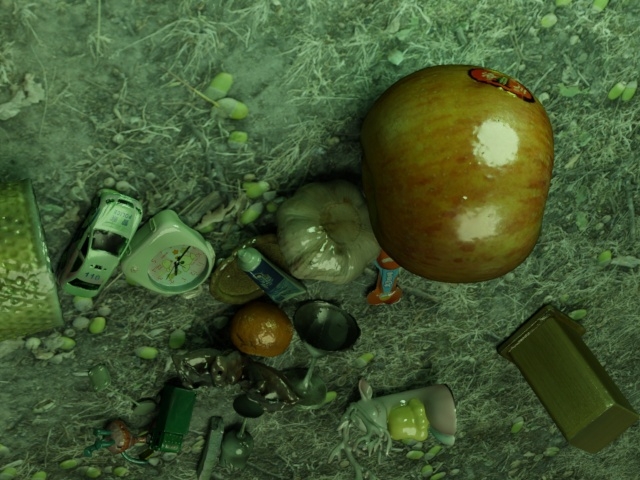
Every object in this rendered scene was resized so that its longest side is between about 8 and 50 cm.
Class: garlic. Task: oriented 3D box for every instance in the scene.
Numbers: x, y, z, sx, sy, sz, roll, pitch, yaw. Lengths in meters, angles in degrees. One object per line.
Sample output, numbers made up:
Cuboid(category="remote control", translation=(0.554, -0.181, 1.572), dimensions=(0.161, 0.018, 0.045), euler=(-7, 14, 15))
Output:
Cuboid(category="garlic", translation=(0.000, 0.000, 1.714), dimensions=(0.218, 0.219, 0.212), euler=(-2, 163, -20))

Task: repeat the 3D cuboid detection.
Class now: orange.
Cuboid(category="orange", translation=(-0.124, 0.186, 1.836), dimensions=(0.135, 0.135, 0.118), euler=(6, 92, -26))

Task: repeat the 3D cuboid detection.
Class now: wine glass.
Cuboid(category="wine glass", translation=(-0.014, 0.262, 1.936), dimensions=(0.156, 0.156, 0.232), euler=(0, 133, -21))
Cuboid(category="wine glass", translation=(-0.190, 0.459, 2.067), dimensions=(0.079, 0.079, 0.195), euler=(1, 126, -22))

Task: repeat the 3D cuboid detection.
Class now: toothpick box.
Cuboid(category="toothpick box", translation=(0.610, 0.344, 2.136), dimensions=(0.187, 0.308, 0.190), euler=(-45, 132, 17))

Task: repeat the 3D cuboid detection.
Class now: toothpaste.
Cuboid(category="toothpaste", translation=(-0.105, 0.071, 1.750), dimensions=(0.069, 0.047, 0.268), euler=(-53, 152, -6))

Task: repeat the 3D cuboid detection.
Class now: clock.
Cuboid(category="clock", translation=(-0.280, 0.038, 1.692), dimensions=(0.151, 0.062, 0.191), euler=(-41, 131, 13))

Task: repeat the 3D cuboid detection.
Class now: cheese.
Cuboid(category="cheese", translation=(0.153, 0.048, 1.888), dimensions=(0.106, 0.037, 0.256), euler=(-6, 129, -15))

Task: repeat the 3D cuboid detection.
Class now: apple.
Cuboid(category="apple", translation=(0.229, -0.121, 1.556), dimensions=(0.333, 0.400, 0.400), euler=(9, 128, 3))

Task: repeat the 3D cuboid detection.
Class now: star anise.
Cuboid(category="star anise", translation=(-0.185, 0.288, 1.848), dimensions=(0.257, 0.198, 0.111), euler=(24, 82, -37))

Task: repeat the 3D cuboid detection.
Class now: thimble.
Cuboid(category="thimble", translation=(-0.529, 0.032, 1.456), dimensions=(0.150, 0.271, 0.271), euler=(-13, 132, -17))

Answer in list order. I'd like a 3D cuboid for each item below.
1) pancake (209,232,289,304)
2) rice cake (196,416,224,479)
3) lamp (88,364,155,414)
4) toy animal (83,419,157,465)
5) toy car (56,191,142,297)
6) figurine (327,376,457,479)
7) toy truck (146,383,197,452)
Cuboid(category="pancake", translation=(-0.135, 0.058, 1.763), dimensions=(0.199, 0.021, 0.199), euler=(-26, 145, -20))
Cuboid(category="rice cake", translation=(-0.268, 0.509, 2.102), dimensions=(0.034, 0.043, 0.211), euler=(7, 125, -17))
Cuboid(category="lamp", translation=(-0.429, 0.331, 1.905), dimensions=(0.050, 0.056, 0.198), euler=(-33, 143, 6))
Cuboid(category="toy animal", translation=(-0.423, 0.456, 1.958), dimensions=(0.208, 0.100, 0.103), euler=(6, 87, -41))
Cuboid(category="toy car", translation=(-0.407, 0.014, 1.613), dimensions=(0.090, 0.076, 0.224), euler=(20, 119, -31))
Cuboid(category="figurine", translation=(0.167, 0.451, 2.086), dimensions=(0.315, 0.284, 0.206), euler=(-6, 129, -2))
Cuboid(category="toy truck", translation=(-0.329, 0.396, 1.926), dimensions=(0.065, 0.079, 0.147), euler=(19, 79, -32))
